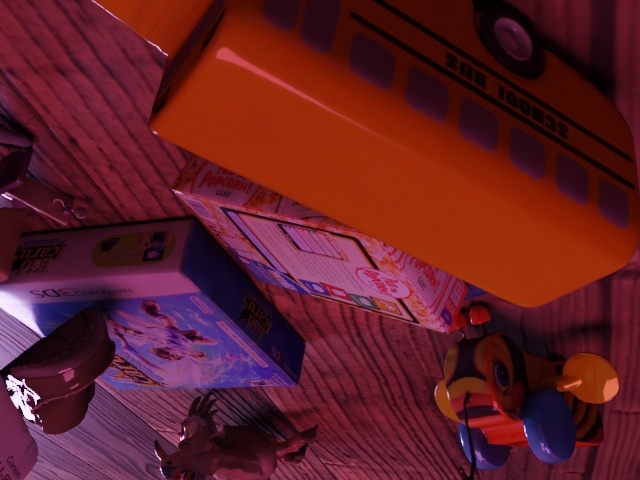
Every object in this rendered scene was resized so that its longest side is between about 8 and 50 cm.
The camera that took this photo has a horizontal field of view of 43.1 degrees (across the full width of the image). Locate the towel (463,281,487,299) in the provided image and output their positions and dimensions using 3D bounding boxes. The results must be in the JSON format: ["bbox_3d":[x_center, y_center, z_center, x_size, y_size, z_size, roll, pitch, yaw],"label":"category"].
[{"bbox_3d":[0.143,0.008,0.635,0.029,0.067,0.119,32,142,-30],"label":"towel"}]

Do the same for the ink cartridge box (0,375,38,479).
[{"bbox_3d":[-0.500,0.128,0.770,0.385,0.160,0.279,14,135,23],"label":"ink cartridge box"}]

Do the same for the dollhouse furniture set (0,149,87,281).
[{"bbox_3d":[-0.252,-0.001,0.686,0.091,0.114,0.081,-19,144,34],"label":"dollhouse furniture set"}]

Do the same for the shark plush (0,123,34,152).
[{"bbox_3d":[-0.272,-0.104,0.582,0.067,0.073,0.161,-36,129,11],"label":"shark plush"}]

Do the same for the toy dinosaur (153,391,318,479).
[{"bbox_3d":[-0.121,0.302,1.150,0.200,0.127,0.295,17,161,1],"label":"toy dinosaur"}]

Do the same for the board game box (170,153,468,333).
[{"bbox_3d":[0.000,0.000,0.622,0.194,0.045,0.147,14,156,34],"label":"board game box"}]

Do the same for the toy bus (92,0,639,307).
[{"bbox_3d":[0.023,-0.085,0.452,0.333,0.130,0.108,24,146,-23],"label":"toy bus"}]

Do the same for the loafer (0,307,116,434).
[{"bbox_3d":[-0.248,0.134,0.789,0.087,0.094,0.251,52,148,-9],"label":"loafer"}]

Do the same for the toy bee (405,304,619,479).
[{"bbox_3d":[0.190,0.142,0.795,0.195,0.162,0.298,-14,168,20],"label":"toy bee"}]

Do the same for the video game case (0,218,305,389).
[{"bbox_3d":[-0.180,0.082,0.852,0.244,0.061,0.269,-4,147,23],"label":"video game case"}]
